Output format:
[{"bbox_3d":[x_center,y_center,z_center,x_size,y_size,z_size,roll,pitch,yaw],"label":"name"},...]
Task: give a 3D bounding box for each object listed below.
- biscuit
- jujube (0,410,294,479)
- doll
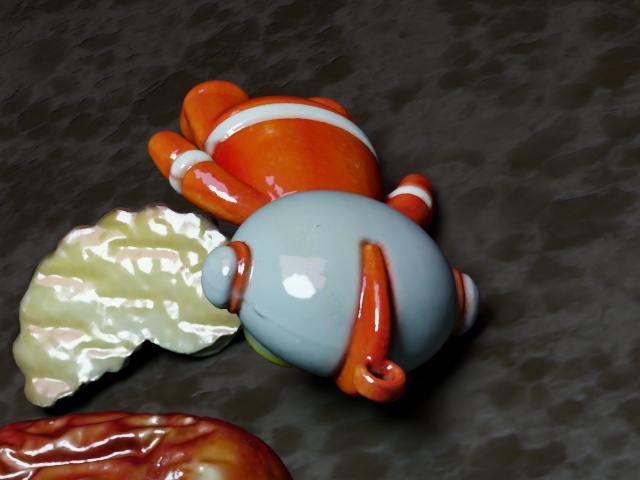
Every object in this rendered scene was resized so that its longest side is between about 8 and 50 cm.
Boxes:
[{"bbox_3d":[-0.121,0.036,1.221,0.183,0.061,0.118,-20,75,10],"label":"biscuit"},{"bbox_3d":[-0.091,0.124,0.753,0.176,0.109,0.112,-10,70,26],"label":"jujube"},{"bbox_3d":[0.000,0.000,1.136,0.200,0.105,0.336,9,27,-21],"label":"doll"}]
